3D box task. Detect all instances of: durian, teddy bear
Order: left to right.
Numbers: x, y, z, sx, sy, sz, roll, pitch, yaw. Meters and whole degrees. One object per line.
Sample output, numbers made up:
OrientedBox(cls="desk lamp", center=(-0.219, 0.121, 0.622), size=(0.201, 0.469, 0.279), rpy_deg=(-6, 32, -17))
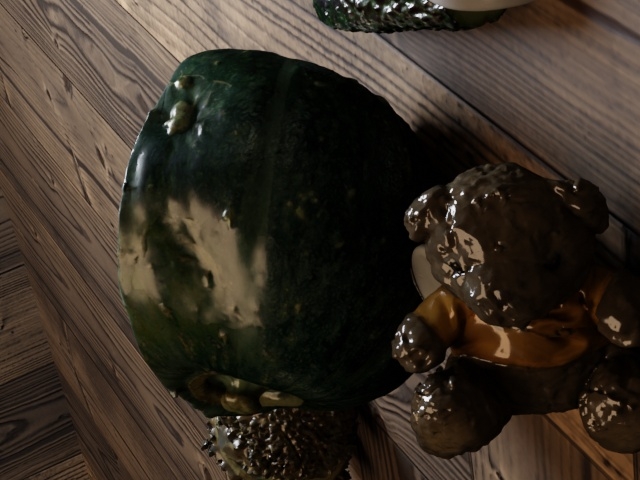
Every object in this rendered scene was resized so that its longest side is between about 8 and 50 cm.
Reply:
OrientedBox(cls="durian", center=(-0.039, 0.176, 1.773), size=(0.196, 0.167, 0.196), rpy_deg=(-177, 90, -65))
OrientedBox(cls="teddy bear", center=(0.131, 0.038, 1.109), size=(0.140, 0.177, 0.190), rpy_deg=(-75, -25, -53))

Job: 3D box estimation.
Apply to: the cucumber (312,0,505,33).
OrientedBox(cls="cucumber", center=(0.045, -0.176, 1.206), size=(0.293, 0.067, 0.067), rpy_deg=(14, 126, 68))

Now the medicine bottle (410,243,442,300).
OrientedBox(cls="medicine bottle", center=(0.113, 0.014, 1.202), size=(0.057, 0.089, 0.057), rpy_deg=(54, 158, 33))

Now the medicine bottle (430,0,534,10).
OrientedBox(cls="medicine bottle", center=(0.081, -0.237, 0.911), size=(0.135, 0.135, 0.215), rpy_deg=(41, 149, 53))

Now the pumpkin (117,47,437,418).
OrientedBox(cls="pumpkin", center=(0.000, 0.000, 1.302), size=(0.293, 0.197, 0.263), rpy_deg=(51, -133, -59))
